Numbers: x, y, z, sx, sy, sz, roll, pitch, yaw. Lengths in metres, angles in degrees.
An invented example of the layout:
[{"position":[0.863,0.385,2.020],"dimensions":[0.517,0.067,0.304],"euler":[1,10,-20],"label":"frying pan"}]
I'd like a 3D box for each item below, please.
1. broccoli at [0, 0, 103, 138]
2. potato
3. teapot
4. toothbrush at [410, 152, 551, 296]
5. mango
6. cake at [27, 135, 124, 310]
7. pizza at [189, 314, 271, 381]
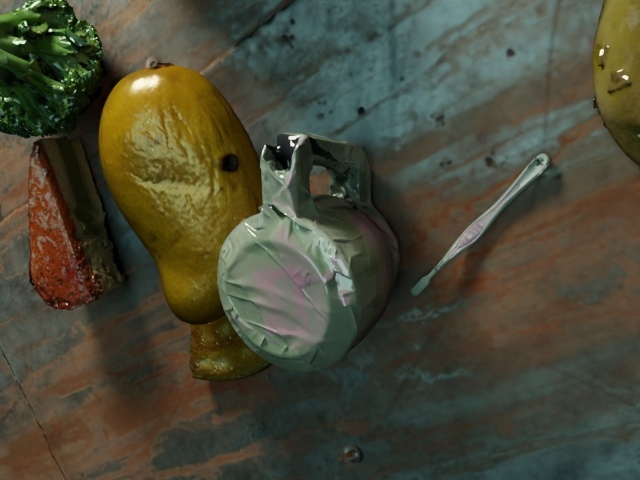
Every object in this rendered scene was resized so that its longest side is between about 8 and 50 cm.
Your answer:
[{"position":[-0.351,-0.211,0.777],"dimensions":[0.196,0.156,0.195],"euler":[3,101,17],"label":"broccoli"},{"position":[0.298,-0.140,0.531],"dimensions":[0.138,0.098,0.243],"euler":[-38,83,28],"label":"potato"},{"position":[-0.010,0.006,0.662],"dimensions":[0.163,0.178,0.221],"euler":[-22,93,33],"label":"teapot"},{"position":[0.163,-0.011,0.659],"dimensions":[0.017,0.022,0.204],"euler":[45,114,10],"label":"toothbrush"},{"position":[-0.148,-0.053,0.726],"dimensions":[0.177,0.120,0.294],"euler":[-13,105,13],"label":"mango"},{"position":[-0.354,-0.017,0.857],"dimensions":[0.117,0.086,0.220],"euler":[-19,94,24],"label":"cake"},{"position":[-0.127,0.098,0.806],"dimensions":[0.185,0.036,0.176],"euler":[-42,80,28],"label":"pizza"}]
